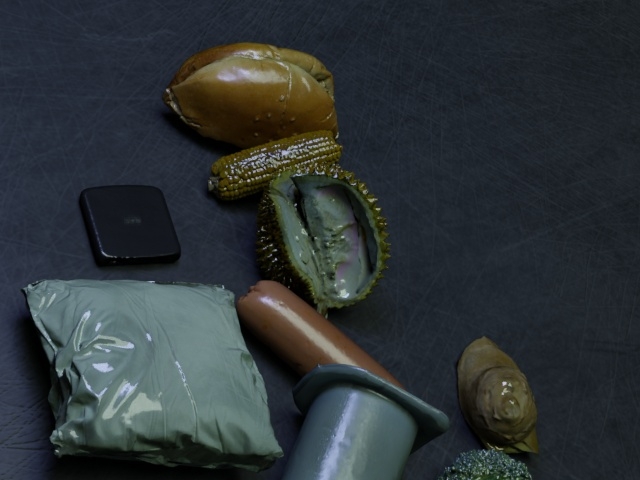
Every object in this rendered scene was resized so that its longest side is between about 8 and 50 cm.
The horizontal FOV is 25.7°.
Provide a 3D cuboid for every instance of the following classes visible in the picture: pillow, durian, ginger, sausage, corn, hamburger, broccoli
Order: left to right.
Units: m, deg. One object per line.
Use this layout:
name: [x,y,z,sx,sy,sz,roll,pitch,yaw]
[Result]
pillow: [-0.217,0.158,1.769,0.309,0.138,0.283,7,47,-29]
hamburger: [-0.087,-0.214,2.089,0.282,0.156,0.144,12,54,-27]
corn: [-0.068,-0.111,2.048,0.207,0.068,0.068,-19,67,-8]
durian: [0.000,0.000,2.011,0.193,0.237,0.138,4,12,-5]
sausage: [0.008,0.162,1.928,0.289,0.086,0.086,39,47,3]
broccoli: [0.235,0.383,1.908,0.122,0.118,0.204,-8,75,-58]
ginger: [0.259,0.206,2.035,0.115,0.123,0.193,-7,55,-11]

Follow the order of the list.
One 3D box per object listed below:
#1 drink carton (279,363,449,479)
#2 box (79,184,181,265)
drink carton: [0.028,0.290,1.807,0.191,0.185,0.190,31,59,-10]
box: [-0.264,-0.022,1.941,0.126,0.027,0.125,-3,58,-31]
